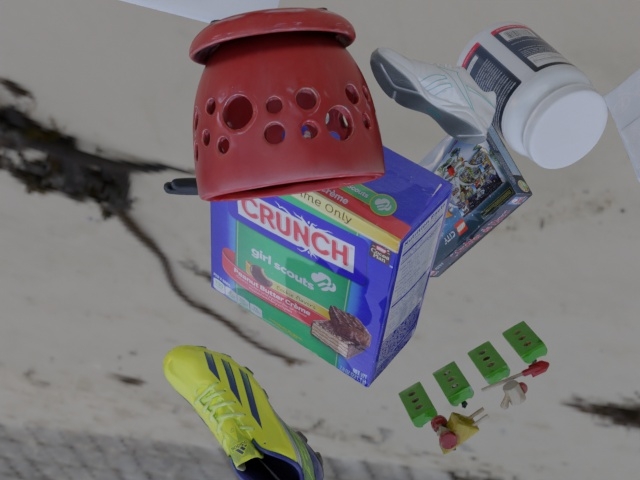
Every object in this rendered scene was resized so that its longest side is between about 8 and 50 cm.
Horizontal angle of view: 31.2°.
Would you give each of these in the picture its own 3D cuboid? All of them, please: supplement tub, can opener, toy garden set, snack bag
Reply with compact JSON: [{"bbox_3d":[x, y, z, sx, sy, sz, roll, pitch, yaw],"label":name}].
[{"bbox_3d":[0.395,-0.277,2.165,0.191,0.191,0.272,33,-165,-43],"label":"supplement tub"},{"bbox_3d":[-0.211,-0.104,2.144,0.186,0.073,0.059,-9,165,-37],"label":"can opener"},{"bbox_3d":[0.260,0.242,1.827,0.049,0.244,0.204,59,-179,-18],"label":"toy garden set"},{"bbox_3d":[0.753,-0.320,2.406,0.037,0.343,0.323,34,120,-25],"label":"snack bag"}]

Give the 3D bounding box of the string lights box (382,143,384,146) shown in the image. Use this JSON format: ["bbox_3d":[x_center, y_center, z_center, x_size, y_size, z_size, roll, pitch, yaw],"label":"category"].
[{"bbox_3d":[-0.038,-0.114,1.715,0.259,0.133,0.077,20,169,23],"label":"string lights box"}]

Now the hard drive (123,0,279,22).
[{"bbox_3d":[-0.224,-0.517,2.051,0.353,0.233,0.047,9,-168,-30],"label":"hard drive"}]

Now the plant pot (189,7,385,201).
[{"bbox_3d":[-0.037,-0.134,1.152,0.191,0.174,0.191,-6,177,0],"label":"plant pot"}]

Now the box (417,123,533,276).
[{"bbox_3d":[0.213,-0.069,1.829,0.044,0.159,0.233,-1,146,-44],"label":"box"}]

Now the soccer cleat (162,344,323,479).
[{"bbox_3d":[-0.112,0.258,1.589,0.289,0.121,0.093,44,115,2],"label":"soccer cleat"}]

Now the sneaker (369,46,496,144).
[{"bbox_3d":[0.121,-0.165,1.224,0.152,0.061,0.053,32,159,-11],"label":"sneaker"}]

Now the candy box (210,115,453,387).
[{"bbox_3d":[0.000,0.000,1.417,0.268,0.122,0.317,31,145,18],"label":"candy box"}]
